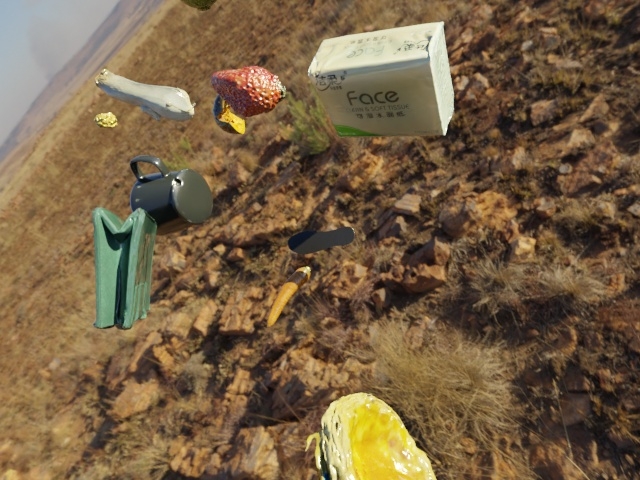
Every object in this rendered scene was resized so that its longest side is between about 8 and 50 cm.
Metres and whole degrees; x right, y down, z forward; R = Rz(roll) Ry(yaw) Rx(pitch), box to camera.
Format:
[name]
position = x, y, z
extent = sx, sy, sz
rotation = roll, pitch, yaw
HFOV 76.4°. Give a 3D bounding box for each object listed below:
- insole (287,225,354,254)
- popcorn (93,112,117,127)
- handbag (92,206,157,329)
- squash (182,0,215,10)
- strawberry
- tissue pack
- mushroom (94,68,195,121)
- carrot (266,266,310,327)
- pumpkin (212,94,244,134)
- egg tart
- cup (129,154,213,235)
[insole]
position = 0.000, 0.000, 1.437
extent = 0.253, 0.005, 0.086
rotation = -9, 77, 19
[popcorn]
position = -0.844, -0.469, 1.594
extent = 0.083, 0.057, 0.082
rotation = -3, 23, -3
[handbag]
position = -0.412, 0.060, 0.870
extent = 0.326, 0.089, 0.239
rotation = 166, 106, -72
[squash]
position = -0.458, -1.032, 1.493
extent = 0.310, 0.309, 0.311
rotation = -12, 52, 16
[strawberry]
position = -0.227, -0.473, 1.238
extent = 0.235, 0.107, 0.175
rotation = -4, 77, 1
[tissue pack]
position = 0.211, -0.507, 1.355
extent = 0.404, 0.332, 0.205
rotation = 5, 62, 28
[mushroom]
position = -0.494, -0.410, 1.152
extent = 0.096, 0.277, 0.099
rotation = -84, 12, -45
[carrot]
position = -0.129, 0.202, 1.516
extent = 0.271, 0.066, 0.062
rotation = -50, 3, -18
[pumpkin]
position = -0.381, -0.519, 1.650
extent = 0.107, 0.184, 0.119
rotation = -4, 28, 11
[egg tart]
position = 0.120, 0.553, 0.951
extent = 0.169, 0.387, 0.388
rotation = -47, 34, 24
[cup]
position = -0.398, -0.122, 1.061
extent = 0.176, 0.223, 0.169
rotation = -6, 37, 27
